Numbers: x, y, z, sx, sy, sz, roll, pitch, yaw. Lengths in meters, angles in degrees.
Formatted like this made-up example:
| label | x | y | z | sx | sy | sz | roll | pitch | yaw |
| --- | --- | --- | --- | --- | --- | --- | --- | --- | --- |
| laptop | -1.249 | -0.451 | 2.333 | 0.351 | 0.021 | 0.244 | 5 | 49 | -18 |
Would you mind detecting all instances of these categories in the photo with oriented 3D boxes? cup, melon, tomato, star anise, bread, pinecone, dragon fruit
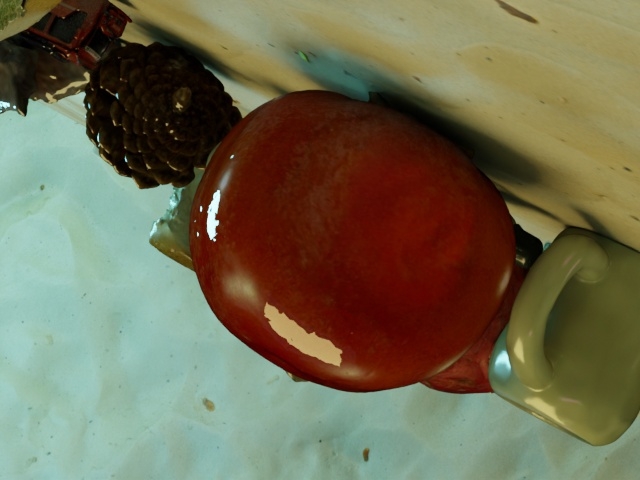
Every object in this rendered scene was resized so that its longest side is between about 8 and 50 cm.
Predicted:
| label | x | y | z | sx | sy | sz | roll | pitch | yaw |
| --- | --- | --- | --- | --- | --- | --- | --- | --- | --- |
| cup | 0.291 | 0.104 | 1.677 | 0.173 | 0.202 | 0.255 | 28 | 175 | 9 |
| melon | -0.304 | -0.283 | 1.587 | 0.093 | 0.202 | 0.139 | 0 | -122 | -58 |
| tomato | 0.032 | 0.003 | 1.565 | 0.325 | 0.289 | 0.293 | 32 | 168 | -18 |
| star anise | -0.425 | -0.249 | 2.042 | 0.332 | 0.117 | 0.331 | 1 | -148 | -1 |
| bread | -0.107 | -0.035 | 2.355 | 0.250 | 0.225 | 0.279 | 26 | 179 | 5 |
| pinecone | -0.206 | -0.161 | 1.914 | 0.185 | 0.168 | 0.212 | 43 | -176 | -23 |
| dragon fruit | 0.194 | 0.098 | 2.080 | 0.252 | 0.240 | 0.241 | -8 | -163 | -33 |

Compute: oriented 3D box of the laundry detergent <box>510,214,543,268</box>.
| label | x | y | z | sx | sy | sz | roll | pitch | yaw |
| --- | --- | --- | --- | --- | --- | --- | --- | --- | --- |
| laundry detergent | 0.150 | -0.031 | 1.750 | 0.226 | 0.070 | 0.099 | 30 | 152 | 28 |

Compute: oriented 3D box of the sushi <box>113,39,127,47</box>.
| label | x | y | z | sx | sy | sz | roll | pitch | yaw |
| --- | --- | --- | --- | --- | --- | --- | --- | --- | --- |
| sushi | -0.296 | -0.257 | 2.189 | 0.201 | 0.031 | 0.139 | 27 | 150 | 37 |

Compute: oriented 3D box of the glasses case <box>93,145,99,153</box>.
| label | x | y | z | sx | sy | sz | roll | pitch | yaw |
| --- | --- | --- | --- | --- | --- | --- | --- | --- | --- |
| glasses case | -0.292 | -0.183 | 2.392 | 0.070 | 0.131 | 0.313 | 28 | 176 | -8 |

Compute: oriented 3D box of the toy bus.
| label | x | y | z | sx | sy | sz | roll | pitch | yaw |
| --- | --- | --- | --- | --- | --- | --- | --- | --- | --- |
| toy bus | -0.338 | -0.281 | 1.819 | 0.235 | 0.096 | 0.073 | 28 | 178 | 22 |

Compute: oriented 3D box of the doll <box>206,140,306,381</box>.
| label | x | y | z | sx | sy | sz | roll | pitch | yaw |
| --- | --- | --- | --- | --- | --- | --- | --- | --- | --- |
| doll | 0.000 | 0.000 | 1.875 | 0.174 | 0.235 | 0.330 | 18 | 138 | 46 |

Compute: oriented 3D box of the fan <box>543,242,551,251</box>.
| label | x | y | z | sx | sy | sz | roll | pitch | yaw |
| --- | --- | --- | --- | --- | --- | --- | --- | --- | --- |
| fan | 0.358 | 0.055 | 1.909 | 0.193 | 0.016 | 0.038 | 29 | 173 | -8 |
